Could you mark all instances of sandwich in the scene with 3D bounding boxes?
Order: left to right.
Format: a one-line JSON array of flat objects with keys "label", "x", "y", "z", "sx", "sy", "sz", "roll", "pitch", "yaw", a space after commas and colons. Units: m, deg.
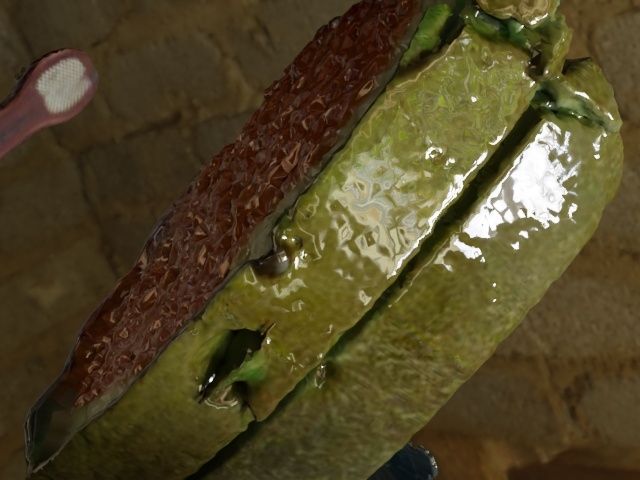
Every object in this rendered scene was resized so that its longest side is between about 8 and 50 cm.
[{"label": "sandwich", "x": -0.004, "y": 0.010, "z": 0.519, "sx": 0.292, "sy": 0.109, "sz": 0.212, "roll": -53, "pitch": -163, "yaw": -4}]

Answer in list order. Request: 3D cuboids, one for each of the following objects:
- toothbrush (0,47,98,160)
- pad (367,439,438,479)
[{"label": "toothbrush", "x": -0.174, "y": 0.037, "z": 0.330, "sx": 0.041, "sy": 0.041, "sz": 0.364, "roll": -11, "pitch": -151, "yaw": 41}, {"label": "pad", "x": 0.033, "y": 0.259, "z": 1.154, "sx": 0.012, "sy": 0.268, "sz": 0.270, "roll": -19, "pitch": -155, "yaw": -28}]
